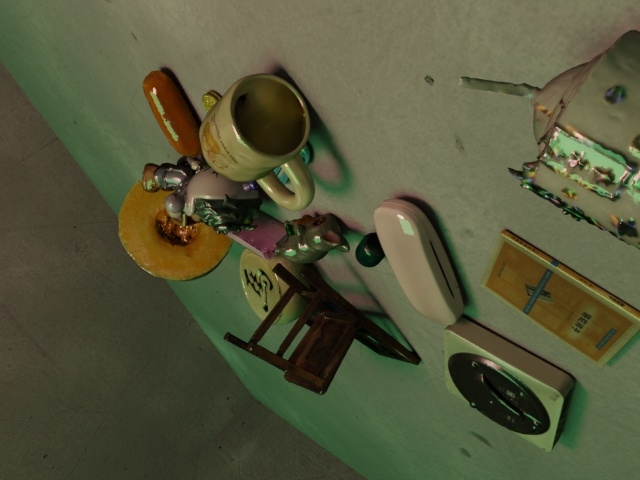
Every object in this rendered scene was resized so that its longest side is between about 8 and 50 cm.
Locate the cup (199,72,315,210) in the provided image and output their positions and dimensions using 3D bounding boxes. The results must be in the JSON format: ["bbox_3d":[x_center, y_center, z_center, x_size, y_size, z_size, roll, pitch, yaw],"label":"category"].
[{"bbox_3d":[-0.102,-0.191,1.139,0.255,0.173,0.202,33,159,-19],"label":"cup"}]

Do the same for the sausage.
[{"bbox_3d":[-0.372,-0.316,1.469,0.098,0.098,0.238,19,143,47],"label":"sausage"}]

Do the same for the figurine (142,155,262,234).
[{"bbox_3d":[-0.312,-0.116,1.513,0.382,0.261,0.186,16,120,35],"label":"figurine"}]

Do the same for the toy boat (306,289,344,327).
[{"bbox_3d":[-0.004,0.205,1.679,0.223,0.100,0.097,34,-170,39],"label":"toy boat"}]

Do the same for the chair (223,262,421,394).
[{"bbox_3d":[0.010,0.275,1.447,0.416,0.240,0.203,41,159,-21],"label":"chair"}]

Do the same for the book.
[{"bbox_3d":[0.379,0.097,0.938,0.242,0.018,0.170,36,154,24],"label":"book"}]

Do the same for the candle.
[{"bbox_3d":[0.298,-0.099,0.559,0.330,0.187,0.187,36,154,25],"label":"candle"}]

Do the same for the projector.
[{"bbox_3d":[0.373,0.304,1.194,0.259,0.079,0.257,28,149,34],"label":"projector"}]

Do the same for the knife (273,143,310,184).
[{"bbox_3d":[-0.072,-0.166,1.266,0.064,0.031,0.222,50,156,-2],"label":"knife"}]

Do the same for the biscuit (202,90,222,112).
[{"bbox_3d":[-0.240,-0.307,1.340,0.084,0.023,0.084,37,155,21],"label":"biscuit"}]

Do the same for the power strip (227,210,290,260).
[{"bbox_3d":[-0.196,-0.038,1.578,0.279,0.109,0.037,29,149,35],"label":"power strip"}]

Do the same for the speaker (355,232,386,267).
[{"bbox_3d":[0.125,0.024,1.221,0.094,0.060,0.075,12,156,-8],"label":"speaker"}]

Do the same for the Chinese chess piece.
[{"bbox_3d":[-0.132,0.114,1.627,0.250,0.101,0.250,31,130,46],"label":"Chinese chess piece"}]

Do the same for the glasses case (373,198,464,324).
[{"bbox_3d":[0.190,0.047,1.105,0.113,0.075,0.297,15,142,49],"label":"glasses case"}]

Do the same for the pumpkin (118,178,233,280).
[{"bbox_3d":[-0.424,-0.035,1.740,0.332,0.332,0.199,47,167,-1],"label":"pumpkin"}]

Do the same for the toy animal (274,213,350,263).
[{"bbox_3d":[-0.001,-0.008,1.332,0.138,0.108,0.236,28,155,-36],"label":"toy animal"}]
